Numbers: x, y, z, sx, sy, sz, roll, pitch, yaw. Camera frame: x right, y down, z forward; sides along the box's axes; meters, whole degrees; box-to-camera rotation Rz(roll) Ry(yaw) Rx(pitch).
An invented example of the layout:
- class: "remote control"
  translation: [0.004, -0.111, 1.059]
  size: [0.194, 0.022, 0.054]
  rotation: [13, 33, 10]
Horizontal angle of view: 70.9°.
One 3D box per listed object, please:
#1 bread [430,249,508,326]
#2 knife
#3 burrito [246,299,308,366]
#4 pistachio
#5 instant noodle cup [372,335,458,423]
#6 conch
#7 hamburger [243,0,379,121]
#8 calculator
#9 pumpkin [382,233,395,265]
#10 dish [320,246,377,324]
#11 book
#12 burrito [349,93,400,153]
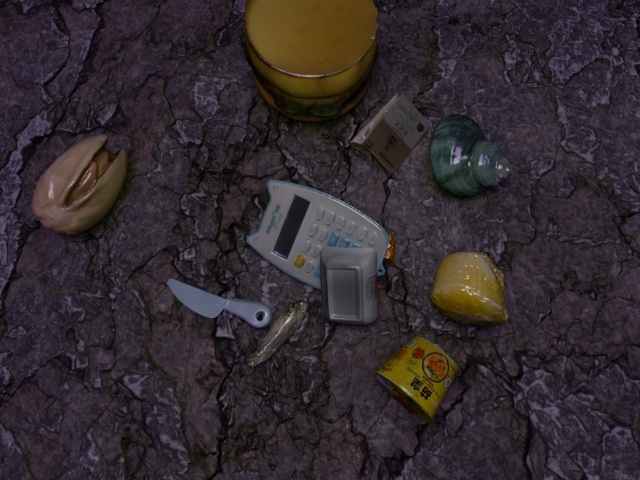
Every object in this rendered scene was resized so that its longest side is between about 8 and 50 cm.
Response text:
- class: "bread"
  translation: [0.383, 0.129, 1.146]
  size: [0.197, 0.197, 0.170]
  rotation: [13, 70, 8]
- class: "knife"
  translation: [-0.292, 0.181, 1.261]
  size: [0.332, 0.044, 0.079]
  rotation: [13, 83, 14]
- class: "burrito"
  translation: [-0.116, 0.250, 1.212]
  size: [0.229, 0.063, 0.058]
  rotation: [-47, 49, -6]
- class: "pistachio"
  translation: [-0.689, -0.164, 1.312]
  size: [0.193, 0.214, 0.317]
  rotation: [42, 66, -30]
- class: "instant noodle cup"
  translation: [0.242, 0.333, 1.111]
  size: [0.182, 0.182, 0.144]
  rotation: [39, 72, 13]
- class: "conch"
  translation: [0.409, -0.230, 1.251]
  size: [0.220, 0.195, 0.277]
  rotation: [-37, 43, -15]
- class: "hamburger"
  translation: [-0.015, -0.539, 1.303]
  size: [0.397, 0.277, 0.394]
  rotation: [0, 77, 1]
- class: "calculator"
  translation: [0.000, 0.000, 1.222]
  size: [0.387, 0.054, 0.255]
  rotation: [27, 108, 13]
- class: "pumpkin"
  translation: [0.178, 0.024, 1.240]
  size: [0.054, 0.083, 0.074]
  rotation: [0, 73, 22]
- class: "dish"
  translation: [0.068, 0.127, 1.166]
  size: [0.152, 0.077, 0.212]
  rotation: [2, 105, 16]
- class: "book"
  translation: [0.226, -0.313, 1.321]
  size: [0.138, 0.016, 0.198]
  rotation: [42, 80, -22]
- class: "burrito"
  translation: [0.186, -0.344, 1.343]
  size: [0.087, 0.060, 0.226]
  rotation: [42, 78, -16]
